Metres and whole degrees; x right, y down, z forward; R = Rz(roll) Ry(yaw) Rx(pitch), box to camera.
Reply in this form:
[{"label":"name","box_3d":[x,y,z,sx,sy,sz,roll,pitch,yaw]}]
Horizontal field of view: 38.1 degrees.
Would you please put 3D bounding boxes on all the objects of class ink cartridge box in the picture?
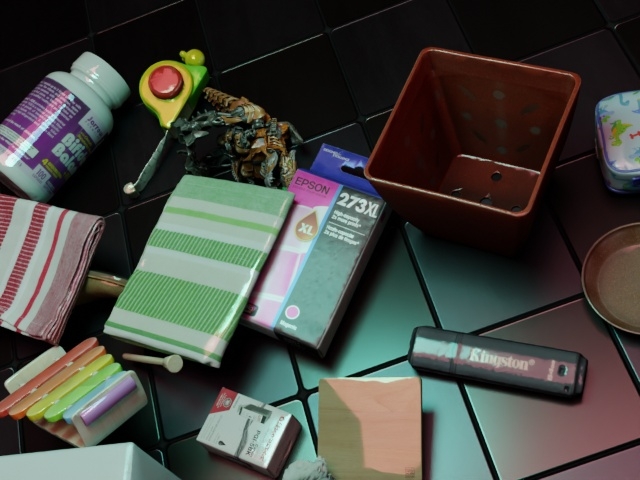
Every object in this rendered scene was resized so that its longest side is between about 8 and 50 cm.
[{"label":"ink cartridge box","box_3d":[-0.114,0.308,1.490,0.135,0.056,0.099,15,65,24]},{"label":"ink cartridge box","box_3d":[0.000,0.000,1.588,0.175,0.069,0.371,20,70,18]}]

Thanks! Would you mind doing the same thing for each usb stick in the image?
[{"label":"usb stick","box_3d":[0.273,0.189,1.454,0.277,0.045,0.077,8,63,20]}]

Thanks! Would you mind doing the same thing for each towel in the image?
[{"label":"towel","box_3d":[-0.206,0.043,1.579,0.247,0.038,0.325,11,66,29]},{"label":"towel","box_3d":[-0.555,0.039,1.679,0.328,0.037,0.237,12,76,30]}]

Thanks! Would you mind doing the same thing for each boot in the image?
[{"label":"boot","box_3d":[-0.458,0.102,1.696,0.305,0.112,0.115,2,77,24]}]

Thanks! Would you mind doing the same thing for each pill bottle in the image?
[{"label":"pill bottle","box_3d":[-0.523,-0.227,1.852,0.169,0.169,0.302,30,73,28]}]

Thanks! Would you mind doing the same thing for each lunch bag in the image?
[{"label":"lunch bag","box_3d":[0.573,-0.167,1.547,0.218,0.090,0.176,-8,58,11]}]

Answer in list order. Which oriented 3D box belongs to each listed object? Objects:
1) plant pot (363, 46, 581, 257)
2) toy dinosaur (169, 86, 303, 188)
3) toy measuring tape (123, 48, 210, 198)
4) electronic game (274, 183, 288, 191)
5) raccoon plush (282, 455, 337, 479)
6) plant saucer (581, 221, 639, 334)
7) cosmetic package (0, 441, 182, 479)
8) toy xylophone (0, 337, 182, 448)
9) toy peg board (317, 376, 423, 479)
[{"label":"plant pot","box_3d":[0.261,-0.122,1.524,0.267,0.236,0.267,16,67,24]},{"label":"toy dinosaur","box_3d":[-0.158,-0.188,1.763,0.218,0.164,0.322,-22,26,-14]},{"label":"toy measuring tape","box_3d":[-0.333,-0.247,1.847,0.121,0.121,0.330,23,77,26]},{"label":"electronic game","box_3d":[-0.068,-0.003,1.662,0.229,0.048,0.229,-7,59,12]},{"label":"raccoon plush","box_3d":[0.102,0.514,1.255,0.216,0.299,0.446,-20,25,2]},{"label":"plant saucer","box_3d":[0.515,0.065,1.462,0.198,0.036,0.199,-8,59,13]},{"label":"cosmetic package","box_3d":[-0.456,0.437,1.412,0.452,0.230,0.162,-8,58,11]},{"label":"toy xylophone","box_3d":[-0.370,0.231,1.487,0.322,0.081,0.236,-3,30,46]},{"label":"toy peg board","box_3d":[0.083,0.297,1.440,0.161,0.079,0.161,-3,76,15]}]
